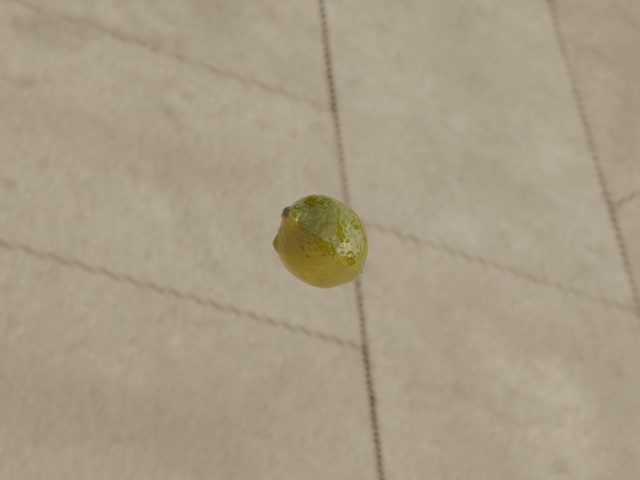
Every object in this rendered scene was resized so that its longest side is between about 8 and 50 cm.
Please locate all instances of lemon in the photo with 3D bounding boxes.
[{"bbox_3d":[0.000,0.000,1.236,0.092,0.065,0.065,44,22,-42],"label":"lemon"}]
